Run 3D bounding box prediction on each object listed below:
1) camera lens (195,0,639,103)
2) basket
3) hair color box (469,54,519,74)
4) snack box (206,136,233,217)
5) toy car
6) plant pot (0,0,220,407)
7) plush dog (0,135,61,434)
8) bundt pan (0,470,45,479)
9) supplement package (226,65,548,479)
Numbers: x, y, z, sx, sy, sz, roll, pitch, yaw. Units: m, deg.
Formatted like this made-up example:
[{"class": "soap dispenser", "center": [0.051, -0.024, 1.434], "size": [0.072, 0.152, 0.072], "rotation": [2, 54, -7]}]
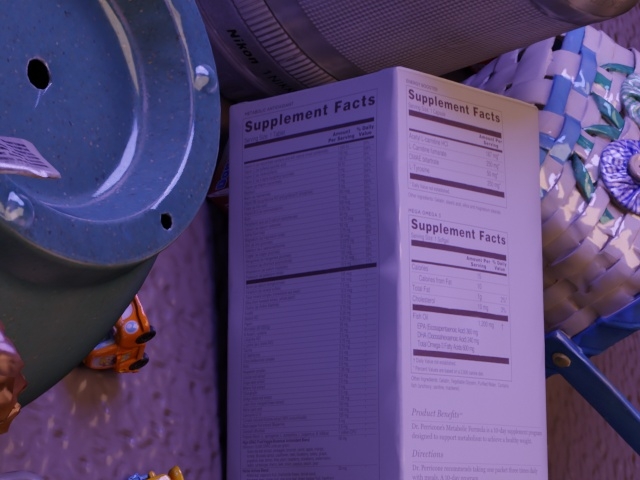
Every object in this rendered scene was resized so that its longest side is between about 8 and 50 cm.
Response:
[{"class": "camera lens", "center": [0.052, -0.206, 0.994], "size": [0.219, 0.274, 0.219], "rotation": [22, 60, -47]}, {"class": "basket", "center": [0.205, 0.009, 1.173], "size": [0.289, 0.201, 0.255], "rotation": [43, 45, -22]}, {"class": "hair color box", "center": [0.122, -0.183, 1.224], "size": [0.167, 0.053, 0.093], "rotation": [37, 59, -54]}, {"class": "snack box", "center": [0.000, 0.000, 1.061], "size": [0.178, 0.022, 0.064], "rotation": [45, 48, -33]}, {"class": "toy car", "center": [-0.099, 0.084, 0.878], "size": [0.040, 0.060, 0.122], "rotation": [-16, 82, -22]}, {"class": "plant pot", "center": [-0.168, -0.052, 0.719], "size": [0.293, 0.196, 0.293], "rotation": [23, 60, -47]}, {"class": "plush dog", "center": [-0.217, 0.042, 0.500], "size": [0.210, 0.225, 0.262], "rotation": [41, 28, -2]}, {"class": "bundt pan", "center": [-0.140, 0.243, 0.631], "size": [0.330, 0.124, 0.331], "rotation": [32, 27, -18]}, {"class": "supplement package", "center": [0.038, 0.039, 0.972], "size": [0.133, 0.139, 0.244], "rotation": [10, 77, -46]}]
